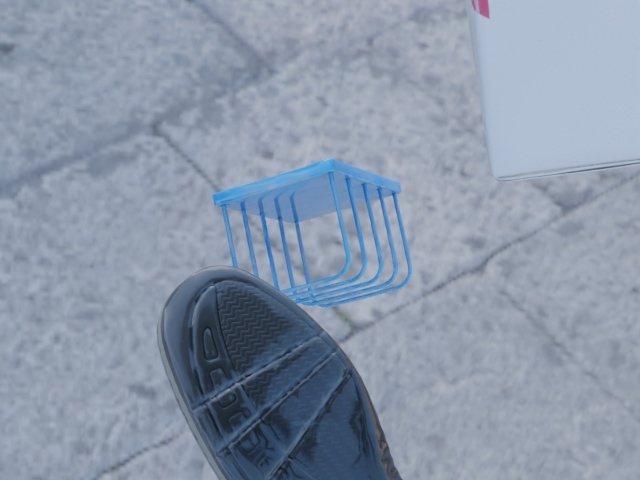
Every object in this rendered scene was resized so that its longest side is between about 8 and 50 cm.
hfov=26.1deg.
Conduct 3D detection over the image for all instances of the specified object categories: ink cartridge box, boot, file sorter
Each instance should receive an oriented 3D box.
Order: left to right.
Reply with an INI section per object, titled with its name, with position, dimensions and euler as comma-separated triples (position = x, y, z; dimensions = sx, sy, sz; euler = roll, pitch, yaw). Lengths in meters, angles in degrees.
[boot]
position = -0.036, 0.212, 1.127
dimensions = 0.138, 0.284, 0.377
euler = -41, 94, -28
[file sorter]
position = 0.000, 0.000, 1.264
dimensions = 0.118, 0.170, 0.104
euler = -15, 80, 22
[ink cartridge box]
position = 0.124, -0.198, 0.710
dimensions = 0.117, 0.207, 0.283
euler = -7, 38, 8
